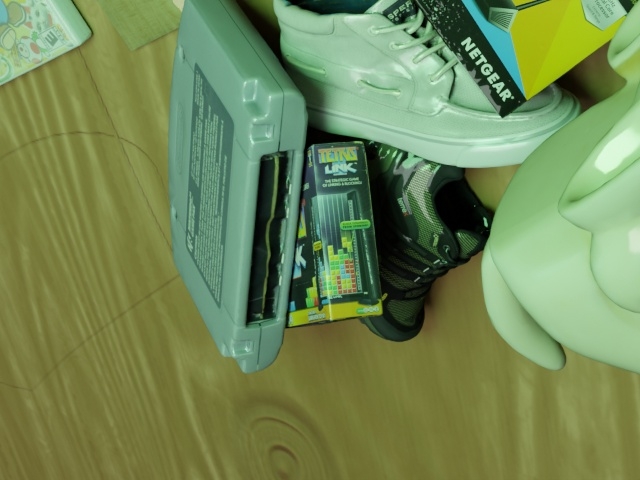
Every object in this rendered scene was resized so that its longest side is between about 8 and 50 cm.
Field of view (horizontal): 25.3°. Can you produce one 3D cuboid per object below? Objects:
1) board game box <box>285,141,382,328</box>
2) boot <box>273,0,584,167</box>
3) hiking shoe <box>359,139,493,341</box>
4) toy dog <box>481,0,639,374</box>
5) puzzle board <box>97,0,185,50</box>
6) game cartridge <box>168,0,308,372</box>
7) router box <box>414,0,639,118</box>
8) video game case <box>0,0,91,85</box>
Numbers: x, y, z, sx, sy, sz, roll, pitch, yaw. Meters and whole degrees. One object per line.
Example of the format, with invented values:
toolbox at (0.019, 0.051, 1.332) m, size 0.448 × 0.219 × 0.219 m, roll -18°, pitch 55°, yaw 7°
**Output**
board game box at (0.000, 0.000, 1.198) m, size 0.170 × 0.048 × 0.141 m, roll 156°, pitch 107°, yaw -74°
boot at (0.074, -0.138, 1.097) m, size 0.258 × 0.095 × 0.123 m, roll 10°, pitch 136°, yaw 31°
hiking shoe at (0.088, 0.006, 1.212) m, size 0.114 × 0.086 × 0.227 m, roll 19°, pitch 133°, yaw 26°
toy dog at (0.333, 0.041, 0.911) m, size 0.408 × 0.284 × 0.395 m, roll 34°, pitch 122°, yaw -6°
puzzle board at (-0.171, -0.237, 1.258) m, size 0.096 × 0.011 × 0.128 m, roll -17°, pitch 112°, yaw 44°
game cartridge at (-0.079, -0.055, 1.231) m, size 0.196 × 0.060 × 0.294 m, roll 53°, pitch 147°, yaw 42°
router box at (0.127, -0.197, 1.001) m, size 0.133 × 0.046 × 0.179 m, roll -37°, pitch 101°, yaw 10°
video game case at (-0.345, -0.255, 1.356) m, size 0.206 × 0.026 × 0.227 m, roll -16°, pitch 113°, yaw 43°
